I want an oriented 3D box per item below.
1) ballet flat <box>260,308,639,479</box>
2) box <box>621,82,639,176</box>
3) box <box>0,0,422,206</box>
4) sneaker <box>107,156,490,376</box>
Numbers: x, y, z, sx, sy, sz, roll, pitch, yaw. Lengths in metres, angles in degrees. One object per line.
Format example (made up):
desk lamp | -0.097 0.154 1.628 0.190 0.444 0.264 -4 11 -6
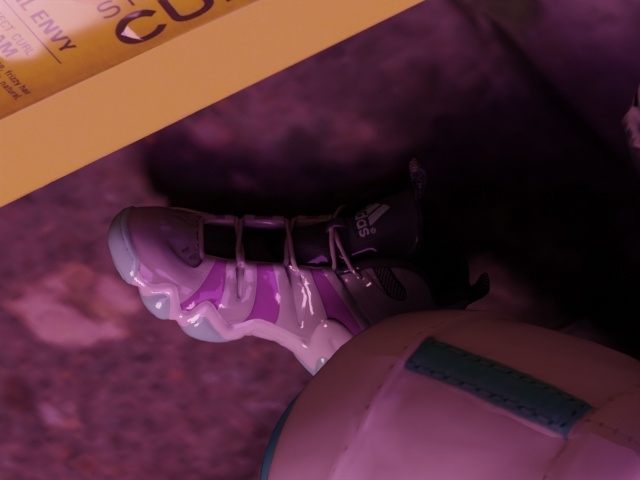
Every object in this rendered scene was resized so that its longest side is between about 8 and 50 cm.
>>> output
ballet flat | 0.117 0.191 0.515 0.139 0.139 0.400 -21 112 19
box | 0.325 0.185 0.313 0.297 0.472 0.480 -30 121 4
box | -0.035 -0.078 0.425 0.232 0.058 0.087 -23 129 21
sneaker | 0.000 0.000 0.514 0.098 0.038 0.069 23 128 -31
